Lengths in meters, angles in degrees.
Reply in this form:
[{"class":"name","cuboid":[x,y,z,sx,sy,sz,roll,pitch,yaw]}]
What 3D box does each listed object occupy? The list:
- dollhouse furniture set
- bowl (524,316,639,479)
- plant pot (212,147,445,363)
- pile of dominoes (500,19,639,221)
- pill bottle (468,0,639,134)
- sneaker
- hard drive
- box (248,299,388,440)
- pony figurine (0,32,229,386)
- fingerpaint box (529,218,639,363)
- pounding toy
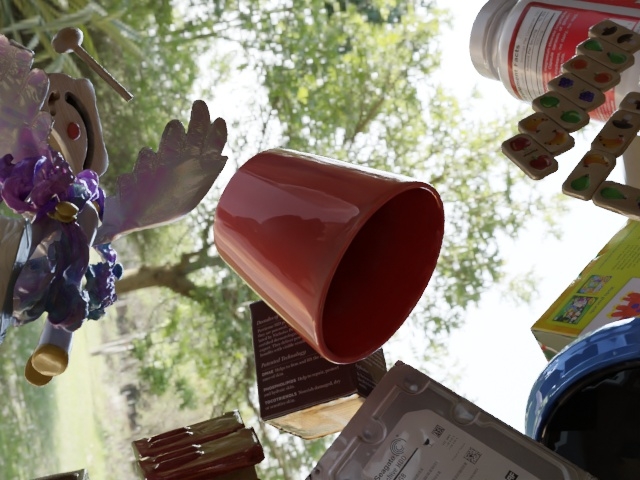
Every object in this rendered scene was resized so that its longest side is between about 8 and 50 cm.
[{"class":"dollhouse furniture set","cuboid":[-0.216,0.310,0.693,0.152,0.374,0.201,180,-102,-74]},{"class":"bowl","cuboid":[0.489,0.292,1.071,0.077,0.392,0.390,-56,145,-60]},{"class":"plant pot","cuboid":[0.000,0.000,1.064,0.243,0.275,0.274,28,-44,33]},{"class":"pile of dominoes","cuboid":[0.296,-0.130,0.695,0.196,0.251,0.040,24,-30,33]},{"class":"pill bottle","cuboid":[0.475,-0.340,1.375,0.408,0.229,0.228,31,-46,48]},{"class":"sneaker","cuboid":[-0.311,0.048,0.689,0.054,0.061,0.152,138,-37,-74]},{"class":"hard drive","cuboid":[0.178,0.338,1.026,0.339,0.237,0.064,29,-26,30]},{"class":"box","cuboid":[0.002,0.194,1.230,0.168,0.167,0.203,42,32,-53]},{"class":"pony figurine","cuboid":[-0.308,-0.018,0.902,0.351,0.303,0.363,-54,-159,39]},{"class":"fingerpaint box","cuboid":[0.735,0.127,1.591,0.371,0.445,0.163,3,-50,57]},{"class":"pounding toy","cuboid":[-0.404,-0.196,1.217,0.154,0.155,0.269,-52,141,-59]}]
